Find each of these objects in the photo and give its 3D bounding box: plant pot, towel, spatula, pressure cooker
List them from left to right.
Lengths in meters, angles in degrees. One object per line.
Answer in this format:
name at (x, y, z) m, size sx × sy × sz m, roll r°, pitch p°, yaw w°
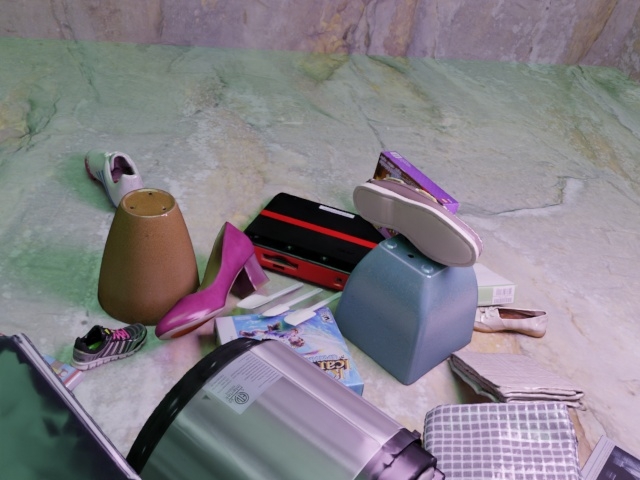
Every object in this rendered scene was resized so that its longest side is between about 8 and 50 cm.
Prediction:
plant pot at (-0.384, 0.019, 1.523) m, size 0.237 × 0.254 × 0.237 m, roll 7°, pitch 34°, yaw -5°
spatula at (-0.060, 0.137, 1.559) m, size 0.168 × 0.019 × 0.242 m, roll 10°, pitch 17°, yaw 30°
pressure cooker at (-0.031, 0.385, 0.965) m, size 0.420 × 0.375 × 0.370 m, roll 30°, pitch 81°, yaw 23°
plant pot at (0.207, 0.117, 1.519) m, size 0.247 × 0.252 × 0.247 m, roll -24°, pitch 47°, yaw -38°
towel at (0.322, 0.402, 1.197) m, size 0.283 × 0.121 × 0.235 m, roll -5°, pitch 31°, yaw 14°
towel at (0.400, 0.288, 1.408) m, size 0.187 × 0.049 × 0.282 m, roll 5°, pitch 6°, yaw -8°

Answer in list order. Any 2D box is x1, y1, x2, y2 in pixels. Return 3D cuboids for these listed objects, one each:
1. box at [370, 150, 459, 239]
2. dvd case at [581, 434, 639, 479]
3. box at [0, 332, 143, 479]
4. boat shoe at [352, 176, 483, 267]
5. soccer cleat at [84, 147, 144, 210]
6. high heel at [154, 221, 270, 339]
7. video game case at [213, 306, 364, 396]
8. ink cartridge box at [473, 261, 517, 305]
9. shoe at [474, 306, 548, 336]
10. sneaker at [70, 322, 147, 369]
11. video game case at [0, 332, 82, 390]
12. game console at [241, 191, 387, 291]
box at (0.228, -0.082, 1.779) m, size 0.057 × 0.201 × 0.293 m, roll -4°, pitch 34°, yaw -31°
dvd case at (0.610, 0.493, 1.272) m, size 0.238 × 0.030 × 0.179 m, roll 30°, pitch 40°, yaw 28°
box at (-0.300, 0.434, 0.641) m, size 0.480 × 0.472 × 0.297 m, roll 46°, pitch 46°, yaw 10°
boat shoe at (0.217, -0.049, 1.439) m, size 0.096 × 0.117 × 0.324 m, roll -28°, pitch 43°, yaw -37°
soccer cleat at (-0.572, -0.206, 1.892) m, size 0.116 × 0.143 × 0.331 m, roll -16°, pitch 42°, yaw -31°
high heel at (-0.269, 0.085, 1.505) m, size 0.181 × 0.127 × 0.377 m, roll 57°, pitch 30°, yaw 1°
video game case at (-0.074, 0.251, 1.432) m, size 0.269 × 0.061 × 0.244 m, roll -4°, pitch 38°, yaw -18°
ink cartridge box at (0.371, 0.104, 1.749) m, size 0.171 × 0.056 × 0.235 m, roll -3°, pitch 15°, yaw -17°
shoe at (0.446, 0.185, 1.644) m, size 0.219 × 0.058 × 0.077 m, roll 8°, pitch 35°, yaw -2°
sneaker at (-0.436, 0.205, 1.400) m, size 0.170 × 0.075 × 0.063 m, roll -21°, pitch 45°, yaw -36°
video game case at (-0.642, 0.270, 1.306) m, size 0.285 × 0.025 × 0.204 m, roll 21°, pitch 36°, yaw 15°
game console at (0.000, 0.000, 1.820) m, size 0.386 × 0.060 × 0.342 m, roll 18°, pitch 30°, yaw 10°
